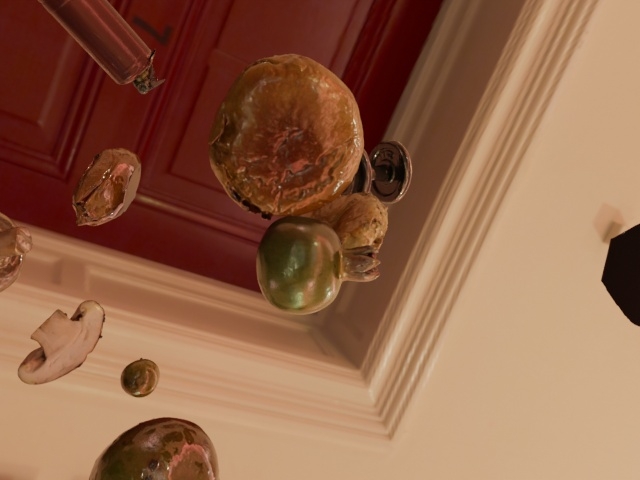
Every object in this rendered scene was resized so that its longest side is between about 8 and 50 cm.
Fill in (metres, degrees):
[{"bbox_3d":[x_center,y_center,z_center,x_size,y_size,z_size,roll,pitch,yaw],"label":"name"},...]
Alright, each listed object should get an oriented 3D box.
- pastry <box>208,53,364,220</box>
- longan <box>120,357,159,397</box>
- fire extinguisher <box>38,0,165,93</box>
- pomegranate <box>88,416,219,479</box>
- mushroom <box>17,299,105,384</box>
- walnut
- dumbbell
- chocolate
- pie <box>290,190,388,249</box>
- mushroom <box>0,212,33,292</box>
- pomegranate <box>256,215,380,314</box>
[{"bbox_3d":[-0.074,-0.216,1.366,0.356,0.355,0.164,-62,-172,18],"label":"pastry"},{"bbox_3d":[-0.343,0.256,1.216,0.075,0.075,0.083,-58,-150,26],"label":"longan"},{"bbox_3d":[-0.390,-0.376,1.182,0.104,0.269,0.105,-27,-144,22],"label":"fire extinguisher"},{"bbox_3d":[-0.343,0.542,1.336,0.291,0.290,0.324,-38,-123,50],"label":"pomegranate"},{"bbox_3d":[-0.734,0.295,1.810,0.286,0.156,0.151,-50,-168,-32],"label":"mushroom"},{"bbox_3d":[-0.501,-0.126,1.505,0.137,0.137,0.245,-35,-148,51],"label":"walnut"},{"bbox_3d":[0.141,-0.194,1.846,0.192,0.289,0.192,14,-73,56],"label":"dumbbell"},{"bbox_3d":[0.671,0.053,1.189,0.224,0.177,0.206,22,-57,36],"label":"chocolate"},{"bbox_3d":[0.000,0.000,1.506,0.339,0.083,0.339,-22,-147,15],"label":"pie"},{"bbox_3d":[-0.739,0.020,1.431,0.215,0.207,0.207,-11,-124,23],"label":"mushroom"},{"bbox_3d":[-0.015,0.045,1.101,0.210,0.179,0.179,5,-104,37],"label":"pomegranate"}]
